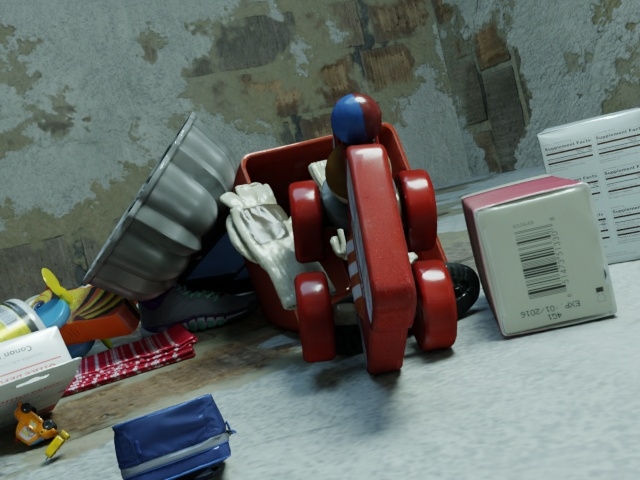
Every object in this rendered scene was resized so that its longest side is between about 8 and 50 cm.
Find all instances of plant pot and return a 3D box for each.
[{"bbox_3d":[0.000,0.000,1.148,0.267,0.267,0.236,-17,-7,-27],"label":"plant pot"}]

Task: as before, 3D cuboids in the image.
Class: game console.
[{"bbox_3d":[-0.120,0.004,1.402,0.342,0.060,0.386,-14,-25,-49],"label":"game console"}]

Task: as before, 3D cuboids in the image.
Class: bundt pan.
[{"bbox_3d":[-0.247,-0.039,1.171,0.331,0.124,0.331,-51,17,22],"label":"bundt pan"}]

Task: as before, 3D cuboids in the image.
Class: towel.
[{"bbox_3d":[-0.334,0.191,1.130,0.275,0.031,0.199,-16,5,-16],"label":"towel"}]

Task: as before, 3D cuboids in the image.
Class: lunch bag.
[{"bbox_3d":[-0.119,0.171,0.600,0.099,0.065,0.067,-16,-10,-12],"label":"lunch bag"}]

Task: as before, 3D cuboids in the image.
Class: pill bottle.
[{"bbox_3d":[-0.523,0.186,1.077,0.119,0.119,0.208,-9,20,45],"label":"pill bottle"}]

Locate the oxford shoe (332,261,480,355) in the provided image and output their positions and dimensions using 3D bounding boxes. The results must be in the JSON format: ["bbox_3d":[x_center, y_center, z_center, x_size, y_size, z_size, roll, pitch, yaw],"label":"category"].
[{"bbox_3d":[0.095,0.078,0.921,0.227,0.082,0.096,-14,1,-13],"label":"oxford shoe"}]

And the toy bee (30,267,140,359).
[{"bbox_3d":[-0.454,0.121,1.256,0.299,0.195,0.162,-2,42,-1],"label":"toy bee"}]

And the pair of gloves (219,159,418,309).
[{"bbox_3d":[-0.004,-0.013,0.964,0.240,0.204,0.042,-21,-30,-34],"label":"pair of gloves"}]

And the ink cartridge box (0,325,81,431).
[{"bbox_3d":[-0.369,0.168,0.860,0.115,0.067,0.198,-18,-18,-39],"label":"ink cartridge box"}]

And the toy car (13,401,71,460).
[{"bbox_3d":[-0.314,0.208,0.783,0.040,0.060,0.122,-52,14,-22],"label":"toy car"}]

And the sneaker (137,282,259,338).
[{"bbox_3d":[-0.227,0.111,1.298,0.224,0.098,0.083,-14,5,2],"label":"sneaker"}]

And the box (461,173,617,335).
[{"bbox_3d":[0.252,0.008,0.869,0.127,0.148,0.232,-14,5,9],"label":"box"}]

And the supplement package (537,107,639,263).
[{"bbox_3d":[0.424,-0.083,1.076,0.149,0.203,0.194,-12,5,22],"label":"supplement package"}]

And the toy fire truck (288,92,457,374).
[{"bbox_3d":[0.052,-0.017,0.761,0.170,0.302,0.254,-5,-30,-2],"label":"toy fire truck"}]

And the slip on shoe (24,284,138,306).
[{"bbox_3d":[-0.522,0.158,1.632,0.101,0.123,0.331,25,18,24],"label":"slip on shoe"}]
